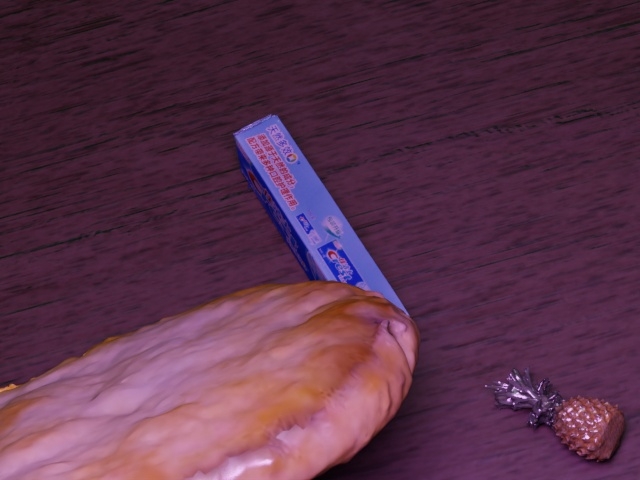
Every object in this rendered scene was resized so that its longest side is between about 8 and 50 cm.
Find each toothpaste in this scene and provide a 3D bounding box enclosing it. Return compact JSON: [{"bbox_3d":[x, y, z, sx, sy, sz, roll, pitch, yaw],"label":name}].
[{"bbox_3d":[0.000,0.000,1.808,0.053,0.066,0.272,-27,58,-10],"label":"toothpaste"}]

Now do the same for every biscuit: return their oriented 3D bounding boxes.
[{"bbox_3d":[-0.129,0.155,1.602,0.446,0.104,0.429,-24,14,-16],"label":"biscuit"}]

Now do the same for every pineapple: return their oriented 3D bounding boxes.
[{"bbox_3d":[0.209,0.154,1.699,0.124,0.058,0.058,20,62,35],"label":"pineapple"}]
